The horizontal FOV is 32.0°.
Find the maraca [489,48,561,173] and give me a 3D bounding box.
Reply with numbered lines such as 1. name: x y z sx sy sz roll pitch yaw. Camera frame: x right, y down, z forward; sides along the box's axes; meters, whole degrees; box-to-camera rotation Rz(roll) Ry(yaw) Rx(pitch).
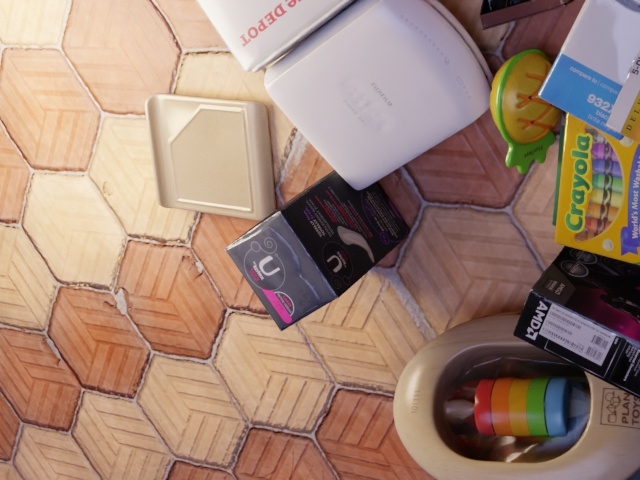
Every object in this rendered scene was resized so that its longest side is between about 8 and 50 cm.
1. maraca: 0.304 -0.190 1.638 0.099 0.127 0.186 26 135 49

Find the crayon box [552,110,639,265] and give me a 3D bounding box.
1. crayon box: 0.449 -0.074 1.562 0.323 0.083 0.203 17 114 42

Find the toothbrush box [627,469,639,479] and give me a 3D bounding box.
1. toothbrush box: 0.530 0.412 1.726 0.295 0.216 0.126 -18 102 35

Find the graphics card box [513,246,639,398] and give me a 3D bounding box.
1. graphics card box: 0.490 0.136 1.609 0.371 0.233 0.094 26 124 19

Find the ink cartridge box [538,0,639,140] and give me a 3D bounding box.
1. ink cartridge box: 0.428 -0.314 1.436 0.129 0.223 0.307 32 125 14

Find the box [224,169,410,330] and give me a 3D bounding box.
1. box: 0.000 0.000 1.813 0.143 0.270 0.165 -32 93 37

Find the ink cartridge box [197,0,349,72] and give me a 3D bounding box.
1. ink cartridge box: -0.093 -0.493 1.702 0.279 0.160 0.385 -30 95 38

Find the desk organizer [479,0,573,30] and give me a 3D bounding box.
1. desk organizer: 0.292 -0.348 1.613 0.130 0.047 0.050 -11 104 34

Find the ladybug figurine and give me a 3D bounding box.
1. ladybug figurine: 0.339 0.271 1.769 0.449 0.162 0.305 0 72 31

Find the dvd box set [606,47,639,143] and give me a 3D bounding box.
1. dvd box set: 0.560 -0.164 1.221 0.420 0.062 0.308 33 127 21

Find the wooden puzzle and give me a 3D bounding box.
1. wooden puzzle: -0.194 -0.153 2.006 0.238 0.044 0.221 6 115 24

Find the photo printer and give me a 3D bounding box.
1. photo printer: 0.099 -0.241 1.717 0.307 0.107 0.256 -30 110 37
